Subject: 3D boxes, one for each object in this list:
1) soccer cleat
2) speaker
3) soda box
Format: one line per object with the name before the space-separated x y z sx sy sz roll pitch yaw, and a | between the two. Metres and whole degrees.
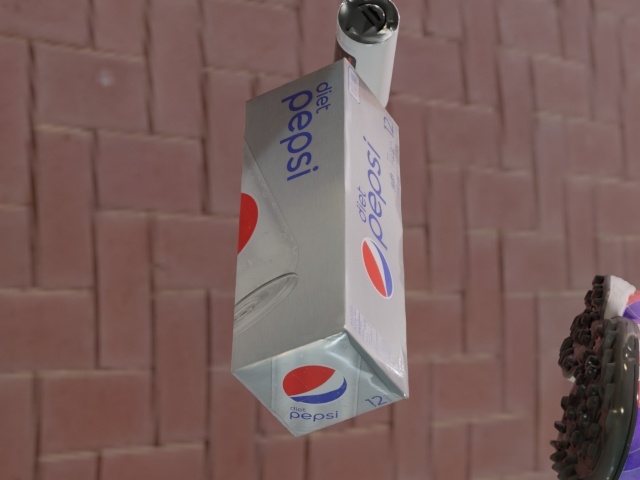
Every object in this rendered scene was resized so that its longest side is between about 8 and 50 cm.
soccer cleat | 0.230 0.108 1.256 0.318 0.116 0.109 -59 172 -74
speaker | 0.039 -0.162 1.592 0.136 0.055 0.055 96 11 -65
soda box | 0.000 0.000 1.348 0.091 0.098 0.286 49 29 -38
